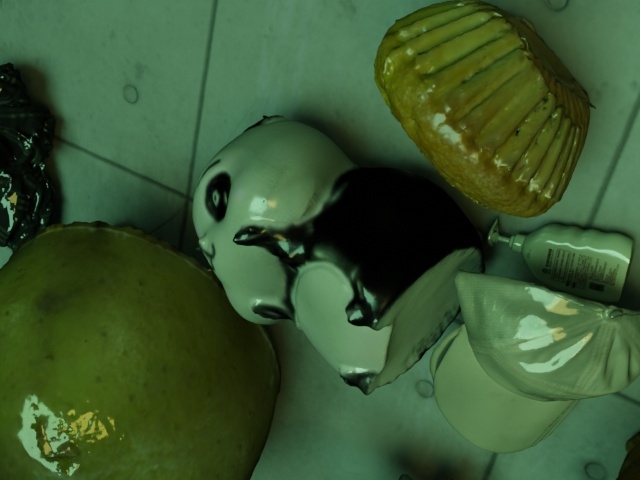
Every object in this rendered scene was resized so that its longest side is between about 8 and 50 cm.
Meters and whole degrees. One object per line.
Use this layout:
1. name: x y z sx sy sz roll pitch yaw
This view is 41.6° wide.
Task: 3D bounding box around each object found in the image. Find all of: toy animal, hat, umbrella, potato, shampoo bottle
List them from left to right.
1. umbrella: -0.458 -0.082 1.207 0.128 0.154 0.336 -131 42 -56
2. potato: -0.272 0.232 1.033 0.386 0.319 0.442 -15 128 20
3. toy animal: 0.000 0.000 0.938 0.310 0.251 0.250 37 125 24
4. hat: 0.223 0.143 0.862 0.220 0.164 0.225 12 104 -12
5. shampoo bottle: 0.251 0.015 0.899 0.152 0.045 0.077 14 119 23

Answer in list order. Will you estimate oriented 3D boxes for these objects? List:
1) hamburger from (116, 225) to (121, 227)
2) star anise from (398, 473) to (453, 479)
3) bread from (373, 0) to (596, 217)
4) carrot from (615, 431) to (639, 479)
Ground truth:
1. hamburger: -0.316 0.054 1.197 0.185 0.131 0.159 26 136 18
2. star anise: 0.101 0.404 1.036 0.360 0.139 0.315 -27 110 9
3. bread: 0.156 -0.127 0.786 0.139 0.240 0.240 -40 88 23
4. carrot: 0.355 0.310 0.790 0.224 0.341 0.224 10 111 28
